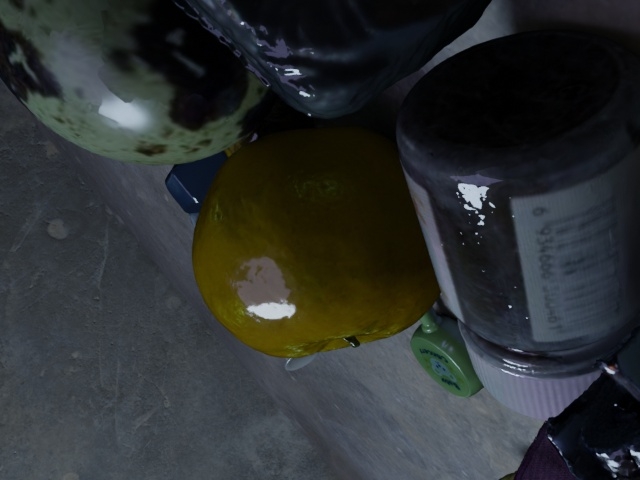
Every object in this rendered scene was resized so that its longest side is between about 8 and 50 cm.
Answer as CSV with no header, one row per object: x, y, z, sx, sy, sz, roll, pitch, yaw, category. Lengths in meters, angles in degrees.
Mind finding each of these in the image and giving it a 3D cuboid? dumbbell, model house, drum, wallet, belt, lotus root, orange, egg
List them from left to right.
-0.185,-0.238,0.697,0.379,0.287,0.287,56,165,28,egg
-0.229,-0.203,1.065,0.325,0.160,0.144,52,-171,-7,dumbbell
-0.066,-0.141,0.872,0.120,0.120,0.209,49,160,5,lotus root
0.000,0.000,0.768,0.279,0.279,0.235,119,138,-70,orange
0.006,-0.253,0.386,0.271,0.190,0.301,51,160,3,model house
0.135,0.101,0.963,0.253,0.049,0.130,53,161,-7,drum
0.313,0.300,0.861,0.030,0.111,0.166,19,-175,-43,wallet
0.243,0.072,0.420,0.128,0.218,0.122,55,157,-1,belt

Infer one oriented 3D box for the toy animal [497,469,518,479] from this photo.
0.301,0.344,0.965,0.103,0.101,0.219,55,160,-18,toy animal

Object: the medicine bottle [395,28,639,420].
0.164,-0.001,0.541,0.165,0.165,0.273,31,153,44,medicine bottle

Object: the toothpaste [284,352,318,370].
-0.093,0.071,1.074,0.266,0.061,0.096,53,162,27,toothpaste

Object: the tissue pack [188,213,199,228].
-0.081,0.019,1.196,0.259,0.122,0.361,57,162,-13,tissue pack
